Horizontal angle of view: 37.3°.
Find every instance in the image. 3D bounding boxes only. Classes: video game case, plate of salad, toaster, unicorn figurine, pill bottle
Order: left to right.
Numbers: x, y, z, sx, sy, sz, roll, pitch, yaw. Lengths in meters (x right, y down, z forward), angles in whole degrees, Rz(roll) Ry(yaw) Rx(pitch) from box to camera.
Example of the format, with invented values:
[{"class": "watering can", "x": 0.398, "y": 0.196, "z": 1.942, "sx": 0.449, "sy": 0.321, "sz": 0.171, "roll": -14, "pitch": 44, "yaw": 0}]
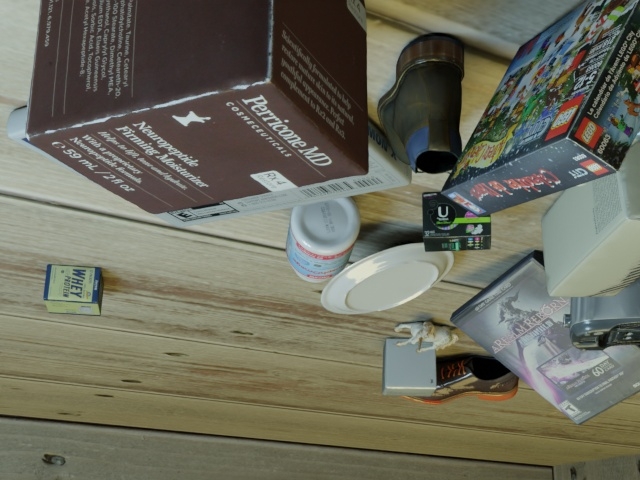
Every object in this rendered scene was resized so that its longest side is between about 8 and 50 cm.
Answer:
[{"class": "video game case", "x": -0.109, "y": -0.099, "z": 1.023, "sx": 0.328, "sy": 0.036, "sz": 0.300, "roll": -9, "pitch": 158, "yaw": 27}, {"class": "pill bottle", "x": 0.000, "y": 0.000, "z": 1.210, "sx": 0.087, "sy": 0.087, "sz": 0.160, "roll": 2, "pitch": 160, "yaw": -4}, {"class": "plate of salad", "x": 0.093, "y": 0.048, "z": 1.342, "sx": 0.199, "sy": 0.048, "sz": 0.200, "roll": -15, "pitch": 152, "yaw": -8}, {"class": "unicorn figurine", "x": 0.191, "y": 0.175, "z": 1.741, "sx": 0.161, "sy": 0.060, "sz": 0.111, "roll": -4, "pitch": 167, "yaw": -41}, {"class": "video game case", "x": 0.360, "y": 0.154, "z": 1.438, "sx": 0.274, "sy": 0.026, "sz": 0.196, "roll": 38, "pitch": 133, "yaw": -7}, {"class": "toaster", "x": 0.443, "y": 0.067, "z": 1.291, "sx": 0.226, "sy": 0.147, "sz": 0.129, "roll": -3, "pitch": 160, "yaw": 12}]

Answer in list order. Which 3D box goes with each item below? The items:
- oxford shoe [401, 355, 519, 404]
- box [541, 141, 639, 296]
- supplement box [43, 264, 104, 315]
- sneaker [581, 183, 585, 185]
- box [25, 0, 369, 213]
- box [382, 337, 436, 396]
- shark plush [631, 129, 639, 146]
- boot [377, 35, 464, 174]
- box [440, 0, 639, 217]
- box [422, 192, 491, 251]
[{"class": "oxford shoe", "x": 0.282, "y": 0.279, "z": 1.992, "sx": 0.271, "sy": 0.097, "sz": 0.098, "roll": -4, "pitch": 140, "yaw": 0}, {"class": "box", "x": 0.343, "y": -0.023, "z": 1.105, "sx": 0.094, "sy": 0.113, "sz": 0.275, "roll": 1, "pitch": 161, "yaw": -3}, {"class": "supplement box", "x": -0.385, "y": 0.079, "z": 1.485, "sx": 0.083, "sy": 0.056, "sz": 0.083, "roll": 4, "pitch": 160, "yaw": -9}, {"class": "sneaker", "x": 0.258, "y": -0.107, "z": 0.925, "sx": 0.057, "sy": 0.075, "sz": 0.161, "roll": -3, "pitch": 160, "yaw": 9}, {"class": "box", "x": -0.087, "y": -0.137, "z": 0.724, "sx": 0.203, "sy": 0.167, "sz": 0.168, "roll": -9, "pitch": 158, "yaw": 24}, {"class": "box", "x": 0.174, "y": 0.251, "z": 1.869, "sx": 0.101, "sy": 0.102, "sz": 0.087, "roll": 1, "pitch": 162, "yaw": 0}, {"class": "shark plush", "x": 0.347, "y": -0.121, "z": 0.896, "sx": 0.161, "sy": 0.067, "sz": 0.073, "roll": -16, "pitch": 155, "yaw": 37}, {"class": "boot", "x": 0.096, "y": -0.095, "z": 0.919, "sx": 0.082, "sy": 0.106, "sz": 0.219, "roll": 1, "pitch": 160, "yaw": 2}, {"class": "box", "x": 0.185, "y": -0.109, "z": 0.730, "sx": 0.044, "sy": 0.159, "sz": 0.233, "roll": 32, "pitch": 168, "yaw": -8}, {"class": "box", "x": 0.169, "y": -0.023, "z": 1.177, "sx": 0.083, "sy": 0.062, "sz": 0.052, "roll": -3, "pitch": 158, "yaw": 9}]
